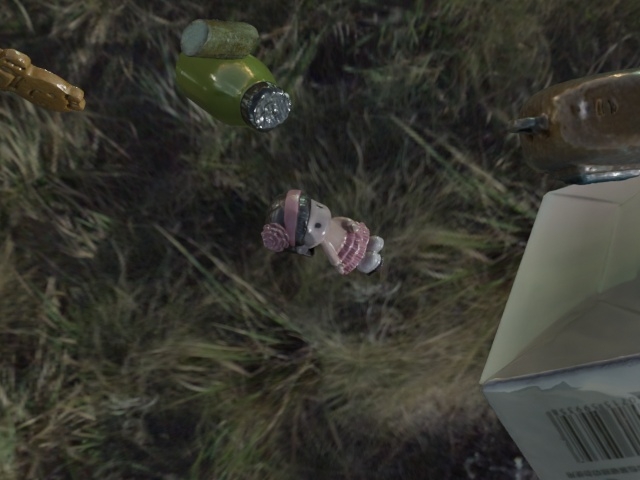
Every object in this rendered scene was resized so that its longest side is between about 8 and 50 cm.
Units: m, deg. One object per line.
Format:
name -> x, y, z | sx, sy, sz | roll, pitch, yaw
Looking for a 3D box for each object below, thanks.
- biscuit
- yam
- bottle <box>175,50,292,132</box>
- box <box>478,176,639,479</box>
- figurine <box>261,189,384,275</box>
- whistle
biscuit -> -0.433, -0.231, 1.189 | 0.133, 0.184, 0.027 | -4, 62, 45
yam -> -0.109, -0.218, 0.899 | 0.043, 0.094, 0.043 | 6, 101, 36
bottle -> -0.129, -0.231, 1.263 | 0.112, 0.112, 0.260 | -45, 38, -4
box -> 0.272, 0.136, 0.579 | 0.143, 0.225, 0.341 | -18, 115, 37
figurine -> 0.000, 0.000, 0.815 | 0.129, 0.054, 0.072 | 27, 58, -26
whistle -> 0.203, -0.066, 0.469 | 0.220, 0.107, 0.057 | -7, 89, -19
